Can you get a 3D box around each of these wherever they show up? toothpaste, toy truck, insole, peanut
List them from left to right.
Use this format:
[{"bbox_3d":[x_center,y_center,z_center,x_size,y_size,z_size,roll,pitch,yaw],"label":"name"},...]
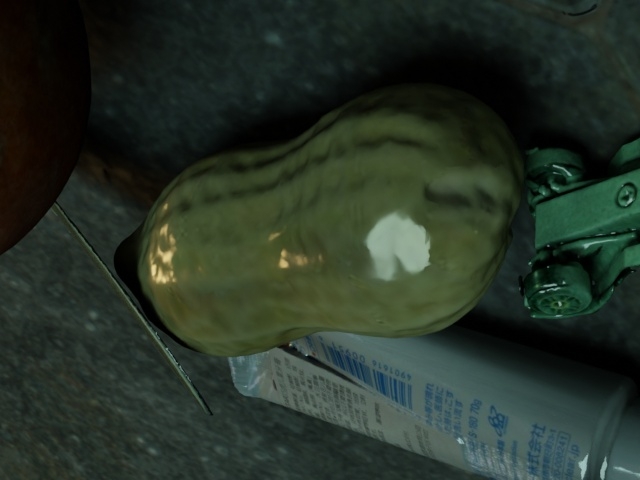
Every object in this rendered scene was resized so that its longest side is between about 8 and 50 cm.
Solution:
[{"bbox_3d":[-0.127,0.002,0.854,0.232,0.003,0.080,51,170,16],"label":"insole"},{"bbox_3d":[0.000,0.000,0.788,0.257,0.123,0.123,-18,120,47],"label":"peanut"},{"bbox_3d":[0.072,0.084,0.871,0.299,0.073,0.114,16,138,27],"label":"toothpaste"},{"bbox_3d":[0.161,-0.014,0.720,0.078,0.080,0.154,24,147,-36],"label":"toy truck"}]

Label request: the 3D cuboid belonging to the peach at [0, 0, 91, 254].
[{"bbox_3d":[-0.228,-0.082,0.746,0.252,0.252,0.252,16,137,15],"label":"peach"}]
